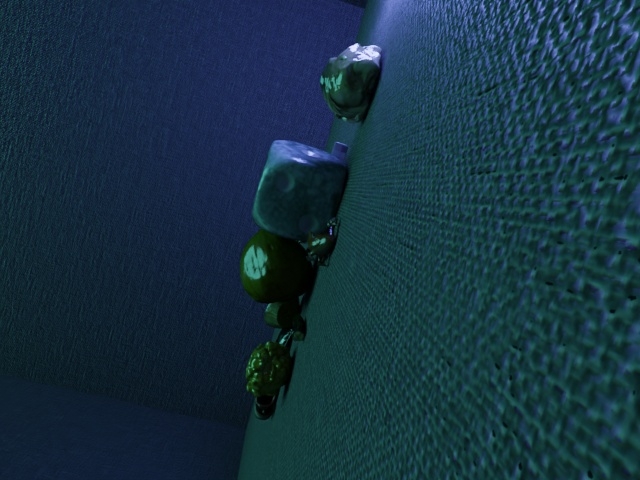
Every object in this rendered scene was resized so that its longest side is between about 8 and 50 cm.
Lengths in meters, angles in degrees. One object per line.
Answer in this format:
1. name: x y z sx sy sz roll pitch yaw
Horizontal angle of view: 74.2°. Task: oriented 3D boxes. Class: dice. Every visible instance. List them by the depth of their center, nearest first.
1. dice: -0.095 -0.209 1.796 0.328 0.331 0.348 -90 19 -65

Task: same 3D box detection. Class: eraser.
1. eraser: 0.083 -0.397 1.961 0.026 0.065 0.105 -91 18 -74

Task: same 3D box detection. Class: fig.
1. fig: -0.206 0.113 1.910 0.343 0.343 0.343 -165 90 -84

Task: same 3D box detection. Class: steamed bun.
1. steamed bun: 0.105 -0.616 1.637 0.280 0.207 0.268 -78 6 -45

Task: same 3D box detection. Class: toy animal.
1. toy animal: 0.000 0.000 1.553 0.188 0.089 0.179 -7 60 63

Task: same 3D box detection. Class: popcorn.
1. popcorn: -0.217 0.541 1.771 0.217 0.181 0.235 114 175 -65

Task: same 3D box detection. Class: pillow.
1. pillow: -0.190 0.510 2.079 0.208 0.055 0.141 -65 17 -14

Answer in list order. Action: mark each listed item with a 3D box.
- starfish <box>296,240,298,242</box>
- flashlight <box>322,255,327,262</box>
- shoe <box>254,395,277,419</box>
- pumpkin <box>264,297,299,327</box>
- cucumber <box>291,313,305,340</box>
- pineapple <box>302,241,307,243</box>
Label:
1. starfish: -0.039 -0.085 2.124 0.303 0.113 0.312 122 172 -62
2. flashlight: 0.020 0.031 1.605 0.052 0.031 0.110 8 86 47
3. shoe: -0.256 0.701 2.040 0.137 0.114 0.291 104 175 -53
4. pumpkin: -0.164 0.348 2.054 0.110 0.217 0.217 35 115 43
5. cucumber: -0.089 0.345 1.689 0.187 0.058 0.058 -119 45 -81
6. pineapple: -0.069 -0.125 2.388 0.286 0.209 0.344 -35 -35 -37
